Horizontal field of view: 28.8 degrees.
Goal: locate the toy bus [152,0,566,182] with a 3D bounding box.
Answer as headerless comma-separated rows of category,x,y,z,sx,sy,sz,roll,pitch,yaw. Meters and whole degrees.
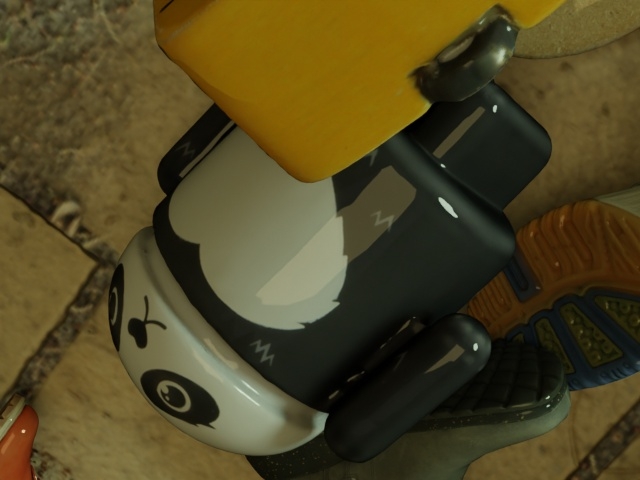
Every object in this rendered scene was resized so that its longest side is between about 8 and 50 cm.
toy bus,0.080,-0.170,0.559,0.332,0.130,0.108,-39,117,14

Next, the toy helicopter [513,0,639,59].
toy helicopter,0.225,-0.217,0.687,0.355,0.140,0.235,-29,104,11

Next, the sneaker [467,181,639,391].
sneaker,0.225,0.001,0.752,0.296,0.131,0.112,-34,74,34

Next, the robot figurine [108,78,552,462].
robot figurine,0.000,0.001,0.736,0.278,0.209,0.173,-44,109,12

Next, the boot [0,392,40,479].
boot,-0.208,0.180,0.861,0.084,0.059,0.158,20,112,-3

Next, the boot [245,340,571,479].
boot,0.077,0.164,0.796,0.246,0.083,0.161,-20,104,37
